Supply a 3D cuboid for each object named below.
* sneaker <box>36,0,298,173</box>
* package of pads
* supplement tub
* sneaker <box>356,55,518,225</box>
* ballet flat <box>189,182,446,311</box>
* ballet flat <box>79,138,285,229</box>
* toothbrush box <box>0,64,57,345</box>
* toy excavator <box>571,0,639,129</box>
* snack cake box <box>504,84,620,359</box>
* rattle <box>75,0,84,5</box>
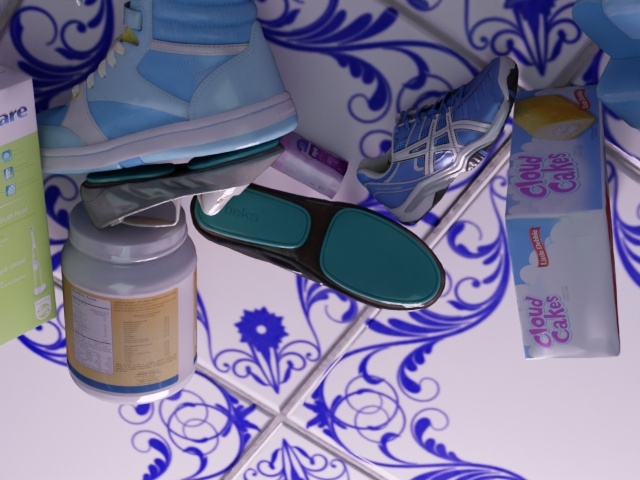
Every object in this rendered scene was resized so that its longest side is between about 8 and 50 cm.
[{"bbox_3d":[-0.184,-0.182,1.387,0.319,0.127,0.208,-7,104,24],"label":"sneaker"},{"bbox_3d":[-0.014,-0.081,1.446,0.083,0.050,0.032,28,120,-7],"label":"package of pads"},{"bbox_3d":[-0.205,0.060,1.504,0.144,0.144,0.199,6,120,6],"label":"supplement tub"},{"bbox_3d":[0.118,-0.105,1.394,0.081,0.080,0.211,33,118,-14],"label":"sneaker"},{"bbox_3d":[0.000,0.000,1.468,0.280,0.096,0.095,22,83,7],"label":"ballet flat"},{"bbox_3d":[-0.135,-0.053,1.412,0.213,0.072,0.068,-11,107,5],"label":"ballet flat"},{"bbox_3d":[-0.391,-0.050,1.435,0.206,0.122,0.283,24,126,34],"label":"toothbrush box"},{"bbox_3d":[0.269,-0.234,1.178,0.445,0.433,0.222,37,75,-26],"label":"toy excavator"},{"bbox_3d":[0.229,-0.023,1.316,0.089,0.264,0.152,-4,119,12],"label":"snack cake box"},{"bbox_3d":[-0.201,-0.315,1.253,0.143,0.199,0.130,-34,110,24],"label":"rattle"}]
